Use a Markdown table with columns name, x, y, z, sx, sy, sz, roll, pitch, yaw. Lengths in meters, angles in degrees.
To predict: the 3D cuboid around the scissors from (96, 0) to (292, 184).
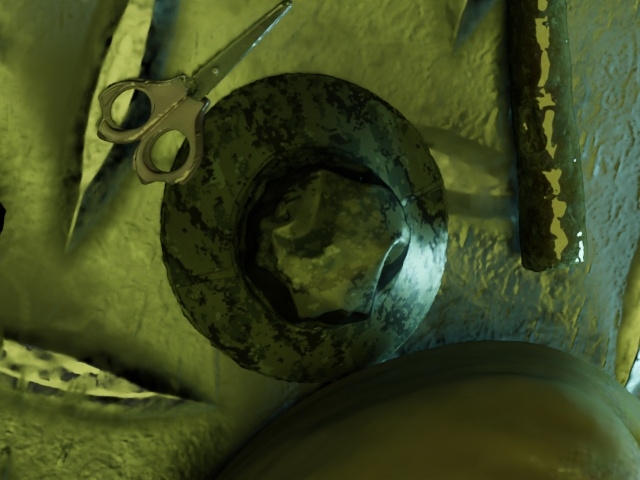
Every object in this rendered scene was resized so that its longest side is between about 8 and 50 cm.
| name | x | y | z | sx | sy | sz | roll | pitch | yaw |
| --- | --- | --- | --- | --- | --- | --- | --- | --- | --- |
| scissors | -0.091 | -0.128 | 1.064 | 0.189 | 0.015 | 0.100 | -44 | 83 | -6 |

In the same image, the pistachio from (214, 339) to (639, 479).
| name | x | y | z | sx | sy | sz | roll | pitch | yaw |
| --- | --- | --- | --- | --- | --- | --- | --- | --- | --- |
| pistachio | 0.083 | 0.267 | 1.039 | 0.445 | 0.365 | 0.281 | -37 | 149 | -5 |

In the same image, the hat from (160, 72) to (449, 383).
| name | x | y | z | sx | sy | sz | roll | pitch | yaw |
| --- | --- | --- | --- | --- | --- | --- | --- | --- | --- |
| hat | 0.000 | 0.000 | 1.059 | 0.265 | 0.128 | 0.265 | -2 | 98 | -11 |

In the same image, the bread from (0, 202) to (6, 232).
| name | x | y | z | sx | sy | sz | roll | pitch | yaw |
| --- | --- | --- | --- | --- | --- | --- | --- | --- | --- |
| bread | -0.360 | -0.018 | 0.982 | 0.212 | 0.142 | 0.224 | -36 | 106 | -5 |

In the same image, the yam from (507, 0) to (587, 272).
| name | x | y | z | sx | sy | sz | roll | pitch | yaw |
| --- | --- | --- | --- | --- | --- | --- | --- | --- | --- |
| yam | 0.184 | -0.111 | 1.103 | 0.061 | 0.061 | 0.274 | -8 | 101 | -9 |
